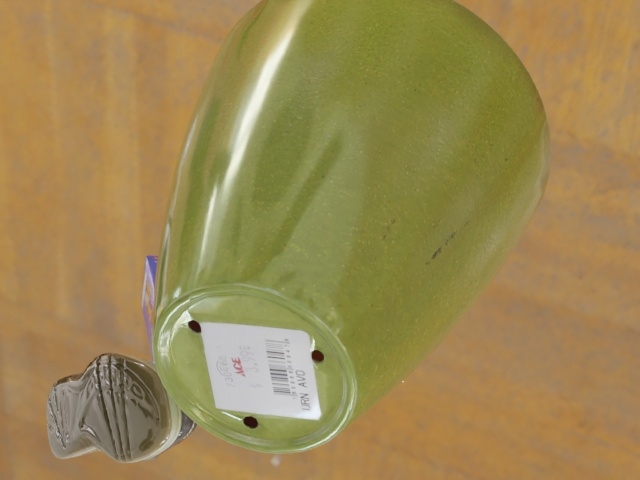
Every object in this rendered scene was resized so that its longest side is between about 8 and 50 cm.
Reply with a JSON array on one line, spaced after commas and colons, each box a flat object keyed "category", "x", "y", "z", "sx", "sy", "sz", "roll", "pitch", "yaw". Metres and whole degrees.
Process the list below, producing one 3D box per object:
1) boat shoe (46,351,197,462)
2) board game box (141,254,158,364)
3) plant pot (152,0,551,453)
[{"category": "boat shoe", "x": -0.136, "y": 0.123, "z": 1.150, "sx": 0.223, "sy": 0.073, "sz": 0.080, "roll": -19, "pitch": 77, "yaw": 58}, {"category": "board game box", "x": -0.068, "y": 0.106, "z": 2.181, "sx": 0.347, "sy": 0.233, "sz": 0.078, "roll": 5, "pitch": 108, "yaw": -12}, {"category": "plant pot", "x": 0.000, "y": 0.000, "z": 1.083, "sx": 0.274, "sy": 0.293, "sz": 0.275, "roll": 9, "pitch": 126, "yaw": 13}]
